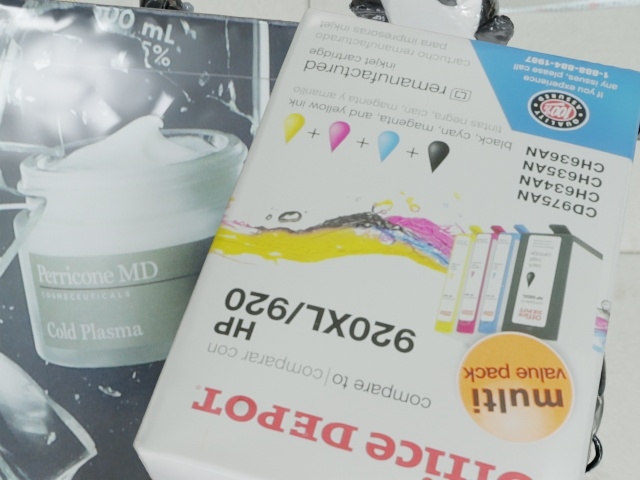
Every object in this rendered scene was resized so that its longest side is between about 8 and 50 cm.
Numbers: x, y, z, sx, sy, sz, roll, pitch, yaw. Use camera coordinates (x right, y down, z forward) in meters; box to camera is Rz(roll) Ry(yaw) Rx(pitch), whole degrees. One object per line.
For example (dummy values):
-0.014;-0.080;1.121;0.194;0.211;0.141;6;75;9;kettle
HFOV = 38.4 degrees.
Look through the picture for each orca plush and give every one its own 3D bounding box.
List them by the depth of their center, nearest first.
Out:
0.090;-0.249;0.808;0.287;0.151;0.102;28;77;-43;orca plush

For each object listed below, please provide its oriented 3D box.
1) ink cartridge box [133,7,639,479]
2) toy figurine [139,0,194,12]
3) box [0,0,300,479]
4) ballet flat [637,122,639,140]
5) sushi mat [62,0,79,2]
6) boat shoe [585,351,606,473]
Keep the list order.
0.041;0.041;0.448;0.171;0.168;0.233;14;62;9;ink cartridge box
-0.264;-0.270;1.336;0.209;0.148;0.213;-25;124;4;toy figurine
-0.273;0.059;0.768;0.480;0.297;0.472;-1;90;-22;box
0.350;-0.139;1.104;0.049;0.173;0.057;-20;95;-30;ballet flat
-0.421;-0.266;1.558;0.151;0.019;0.316;-28;80;-10;sushi mat
0.149;0.119;0.655;0.127;0.340;0.113;-29;111;22;boat shoe
